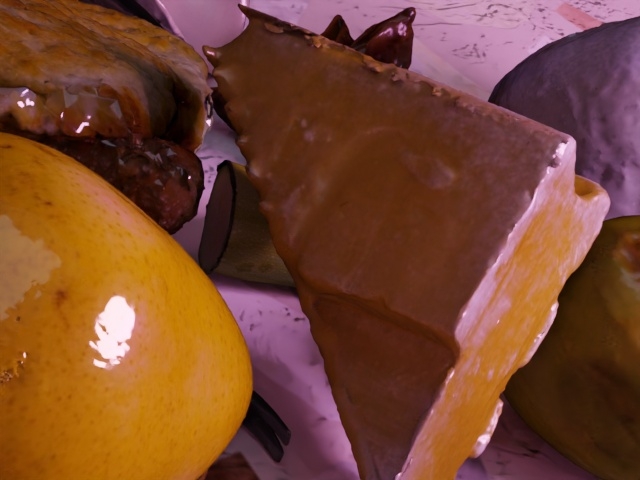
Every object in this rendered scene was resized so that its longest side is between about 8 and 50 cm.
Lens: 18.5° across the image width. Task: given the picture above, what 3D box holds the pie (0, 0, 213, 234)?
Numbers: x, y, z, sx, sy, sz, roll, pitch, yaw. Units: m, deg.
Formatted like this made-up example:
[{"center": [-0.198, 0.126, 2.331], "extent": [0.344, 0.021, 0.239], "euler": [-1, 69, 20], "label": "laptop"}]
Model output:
[{"center": [-0.277, -0.124, 1.573], "extent": [0.395, 0.180, 0.418], "euler": [19, 20, -13], "label": "pie"}]

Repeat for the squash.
[{"center": [0.000, 0.000, 1.613], "extent": [0.188, 0.095, 0.095], "euler": [12, 34, -18], "label": "squash"}]

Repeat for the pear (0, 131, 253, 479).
[{"center": [-0.200, 0.080, 1.251], "extent": [0.336, 0.285, 0.285], "euler": [38, 17, -40], "label": "pear"}]

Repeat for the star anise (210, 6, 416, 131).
[{"center": [0.002, -0.128, 1.782], "extent": [0.196, 0.111, 0.212], "euler": [12, 60, 21], "label": "star anise"}]

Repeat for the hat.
[{"center": [-0.184, -0.266, 1.856], "extent": [0.275, 0.161, 0.232], "euler": [40, 43, -12], "label": "hat"}]

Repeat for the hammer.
[{"center": [-0.097, 0.181, 1.346], "extent": [0.111, 0.033, 0.287], "euler": [21, 33, 1], "label": "hammer"}]

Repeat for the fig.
[{"center": [0.246, 0.088, 1.515], "extent": [0.207, 0.207, 0.230], "euler": [-4, 39, -34], "label": "fig"}]

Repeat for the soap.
[{"center": [-0.005, 0.017, 1.454], "extent": [0.339, 0.304, 0.169], "euler": [24, -13, 29], "label": "soap"}]

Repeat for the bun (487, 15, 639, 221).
[{"center": [0.304, -0.097, 1.727], "extent": [0.362, 0.362, 0.211], "euler": [-11, 83, -40], "label": "bun"}]
